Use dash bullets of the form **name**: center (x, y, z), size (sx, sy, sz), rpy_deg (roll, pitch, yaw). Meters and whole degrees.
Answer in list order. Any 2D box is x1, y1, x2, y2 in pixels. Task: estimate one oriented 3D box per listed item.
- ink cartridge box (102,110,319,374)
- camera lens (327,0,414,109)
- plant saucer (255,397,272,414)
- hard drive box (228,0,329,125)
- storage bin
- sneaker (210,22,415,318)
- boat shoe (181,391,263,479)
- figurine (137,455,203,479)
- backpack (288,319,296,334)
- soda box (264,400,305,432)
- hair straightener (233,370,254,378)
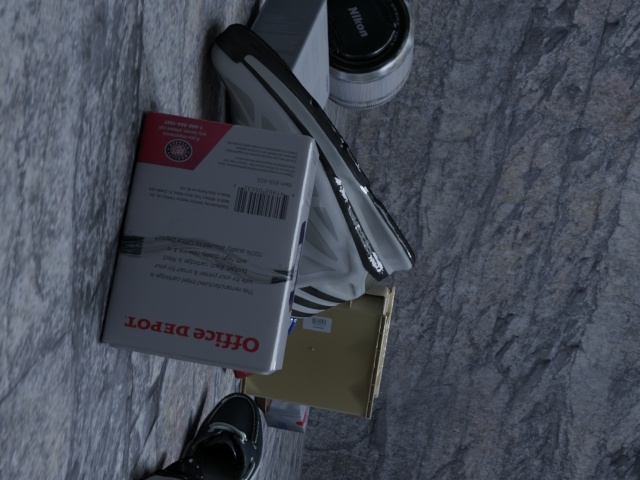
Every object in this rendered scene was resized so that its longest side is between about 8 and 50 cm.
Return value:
- **ink cartridge box**: center (-0.106, 0.005, 1.181), size (0.100, 0.172, 0.237), rpy_deg (62, 38, -83)
- **camera lens**: center (0.080, -0.396, 2.381), size (0.274, 0.220, 0.219), rpy_deg (73, 27, -79)
- **plant saucer**: center (-0.116, 0.299, 2.584), size (0.168, 0.029, 0.168), rpy_deg (10, 90, -86)
- **hard drive box**: center (-0.055, -0.225, 1.696), size (0.232, 0.089, 0.181), rpy_deg (-70, 163, -47)
- **storage bin**: center (-0.007, 0.185, 2.246), size (0.123, 0.262, 0.260), rpy_deg (-62, 161, -69)
- **sneaker**: center (-0.073, -0.050, 1.530), size (0.447, 0.258, 0.169), rpy_deg (55, 1, -36)
- **boat shoe**: center (-0.146, 0.327, 1.731), size (0.302, 0.114, 0.091), rpy_deg (-76, 180, -49)
- **figurine**: center (-0.193, 0.387, 1.490), size (0.209, 0.092, 0.214), rpy_deg (90, 11, -88)
- **backpack**: center (-0.079, 0.106, 1.927), size (0.105, 0.084, 0.114), rpy_deg (-40, -126, 46)
- **soda box**: center (-0.079, 0.388, 2.806), size (0.286, 0.098, 0.091), rpy_deg (88, 12, -71)
- **hair straightener**: center (-0.146, 0.160, 1.935), size (0.230, 0.047, 0.089), rpy_deg (72, 1, -69)
